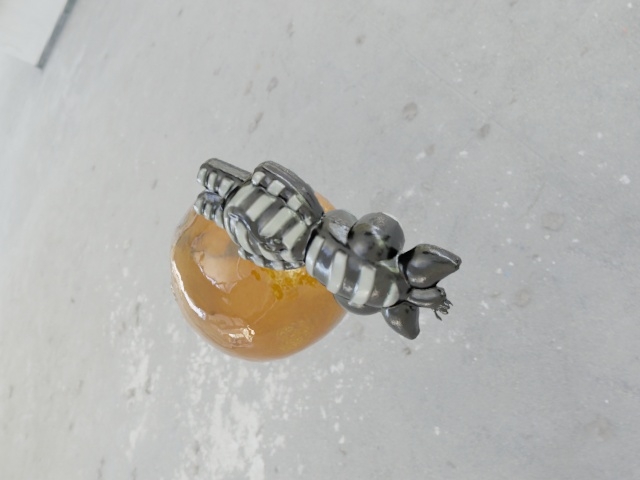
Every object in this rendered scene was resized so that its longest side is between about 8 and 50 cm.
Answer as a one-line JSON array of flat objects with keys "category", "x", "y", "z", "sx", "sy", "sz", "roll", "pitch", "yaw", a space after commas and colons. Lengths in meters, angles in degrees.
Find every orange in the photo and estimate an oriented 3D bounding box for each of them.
[{"category": "orange", "x": -0.089, "y": 0.041, "z": 0.843, "sx": 0.312, "sy": 0.312, "sz": 0.312, "roll": -19, "pitch": 62, "yaw": 42}]

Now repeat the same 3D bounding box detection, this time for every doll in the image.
[{"category": "doll", "x": 0.000, "y": 0.000, "z": 0.406, "sx": 0.219, "sy": 0.067, "sz": 0.091, "roll": 27, "pitch": 128, "yaw": 14}]
